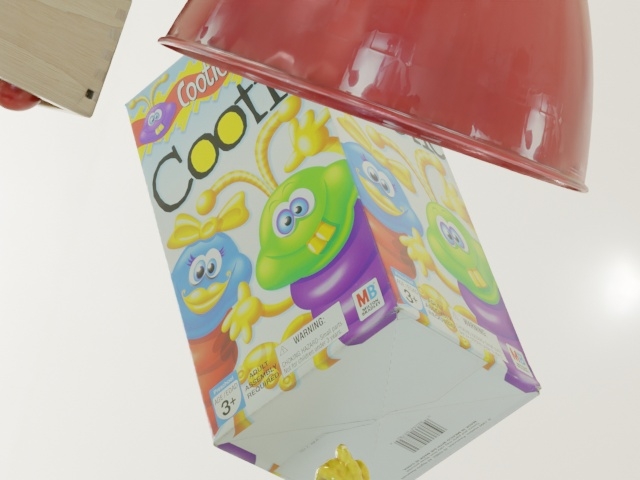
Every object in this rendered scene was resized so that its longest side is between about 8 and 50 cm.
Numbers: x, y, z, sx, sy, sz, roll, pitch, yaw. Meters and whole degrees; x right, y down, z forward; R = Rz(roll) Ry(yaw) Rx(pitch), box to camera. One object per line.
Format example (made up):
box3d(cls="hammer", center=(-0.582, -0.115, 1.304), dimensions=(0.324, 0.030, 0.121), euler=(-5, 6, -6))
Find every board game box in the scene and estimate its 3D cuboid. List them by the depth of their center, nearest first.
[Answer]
box3d(cls="board game box", center=(0.000, 0.000, 1.168), dimensions=(0.144, 0.275, 0.142), euler=(-38, -44, 21))

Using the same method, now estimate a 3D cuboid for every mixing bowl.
box3d(cls="mixing bowl", center=(0.037, -0.093, 0.762), dimensions=(0.181, 0.181, 0.098), euler=(14, -83, -66))

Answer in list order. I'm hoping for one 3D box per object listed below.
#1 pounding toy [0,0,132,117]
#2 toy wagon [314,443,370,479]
box3d(cls="pounding toy", center=(-0.194, -0.110, 1.056), dimensions=(0.130, 0.141, 0.100), euler=(25, -98, -47))
box3d(cls="toy wagon", center=(-0.075, 0.214, 0.677), dimensions=(0.344, 0.068, 0.267), euler=(-44, -25, -25))
